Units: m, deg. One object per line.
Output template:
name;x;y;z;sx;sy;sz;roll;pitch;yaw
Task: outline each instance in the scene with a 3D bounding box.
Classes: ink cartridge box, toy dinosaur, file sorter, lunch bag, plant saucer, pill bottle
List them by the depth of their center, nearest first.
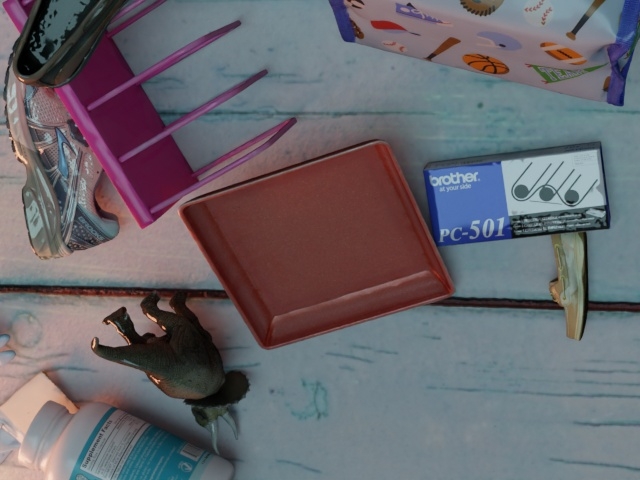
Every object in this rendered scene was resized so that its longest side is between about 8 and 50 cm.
lunch bag;0.207;-0.377;1.394;0.327;0.239;0.386;17;80;11
file sorter;-0.183;-0.201;1.574;0.182;0.202;0.291;-28;99;17
ink cartridge box;0.230;-0.053;1.602;0.207;0.046;0.097;-7;104;15
plant saucer;0.000;0.000;1.620;0.259;0.048;0.258;-17;130;14
toy dinosaur;-0.173;0.144;1.678;0.121;0.313;0.160;-45;68;-4
pill bottle;-0.256;0.304;1.777;0.264;0.146;0.146;24;111;6

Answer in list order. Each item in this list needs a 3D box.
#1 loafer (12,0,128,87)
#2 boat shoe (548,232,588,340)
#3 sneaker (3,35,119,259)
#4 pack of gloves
loafer;-0.241;-0.274;1.418;0.096;0.084;0.268;29;104;1
boat shoe;0.294;0.052;1.621;0.045;0.050;0.135;1;97;17
sneaker;-0.316;-0.121;1.697;0.122;0.110;0.283;-9;108;-2
pack of gloves;-0.466;0.213;1.865;0.232;0.046;0.195;-34;110;21
